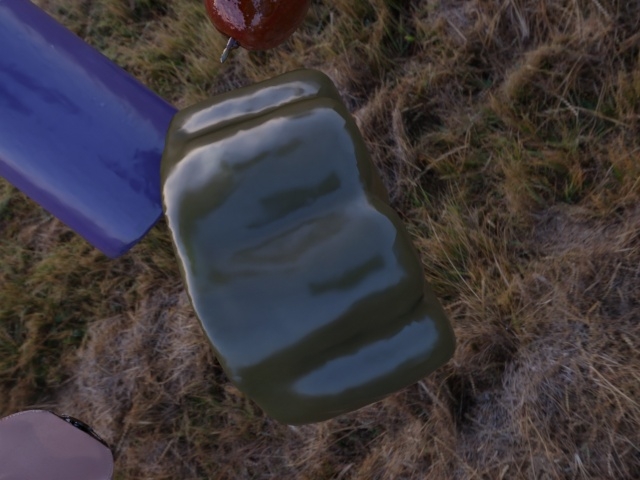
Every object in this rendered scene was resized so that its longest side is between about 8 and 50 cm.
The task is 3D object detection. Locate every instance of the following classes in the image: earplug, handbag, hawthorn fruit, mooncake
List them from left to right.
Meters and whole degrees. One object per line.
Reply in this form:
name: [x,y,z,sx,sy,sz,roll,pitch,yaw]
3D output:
earplug: [-0.368,-0.189,0.696,0.456,0.215,0.215,40,96,-24]
handbag: [-0.382,0.341,0.809,0.205,0.179,0.116,25,119,13]
hawthorn fruit: [-0.119,-0.405,0.987,0.196,0.196,0.226,34,108,19]
mooncake: [0.000,0.000,0.641,0.200,0.378,0.379,-21,76,9]
